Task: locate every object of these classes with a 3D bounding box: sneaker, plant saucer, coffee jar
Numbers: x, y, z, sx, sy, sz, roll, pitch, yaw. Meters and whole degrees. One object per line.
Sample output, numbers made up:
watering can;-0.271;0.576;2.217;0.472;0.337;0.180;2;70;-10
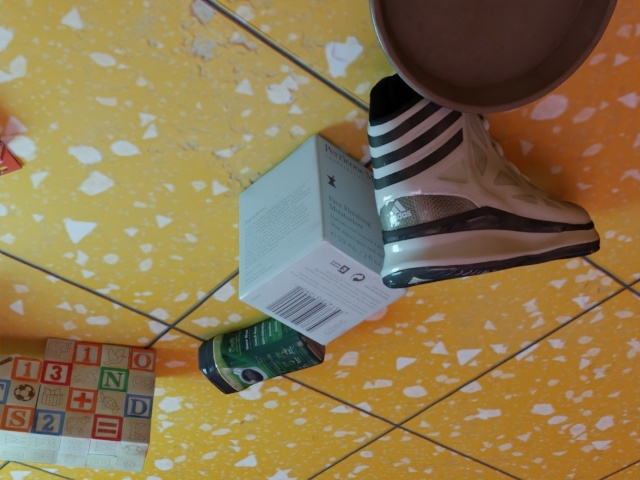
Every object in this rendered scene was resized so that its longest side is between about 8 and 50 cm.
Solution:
sneaker;0.204;-0.092;1.127;0.169;0.258;0.447;-12;176;33
plant saucer;0.174;-0.267;0.947;0.277;0.041;0.278;-7;114;-15
coffee jar;-0.092;0.172;1.449;0.184;0.079;0.096;-21;138;15

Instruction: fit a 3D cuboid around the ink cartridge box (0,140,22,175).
ink cartridge box;-0.420;-0.108;1.140;0.062;0.029;0.115;-17;136;12

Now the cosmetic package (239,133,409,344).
cosmetic package;0.000;0.000;1.190;0.151;0.184;0.151;31;128;-34

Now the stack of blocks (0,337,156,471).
stack of blocks;-0.405;0.241;1.424;0.297;0.171;0.087;8;136;-14
